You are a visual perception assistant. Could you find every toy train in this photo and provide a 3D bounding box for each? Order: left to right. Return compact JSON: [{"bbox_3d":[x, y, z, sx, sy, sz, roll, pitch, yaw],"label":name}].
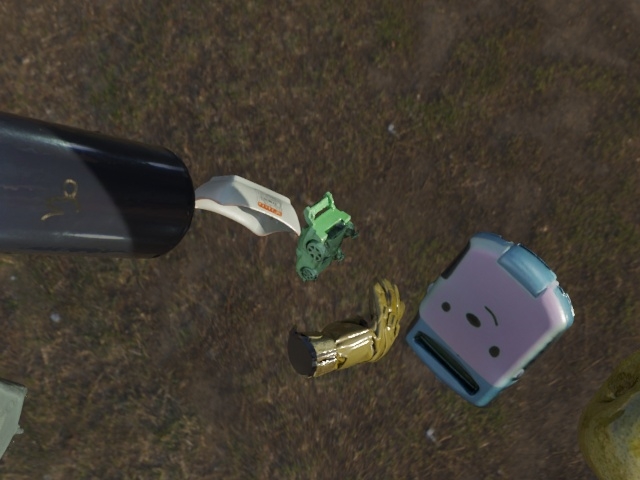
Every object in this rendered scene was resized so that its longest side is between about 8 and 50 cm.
[{"bbox_3d":[0.000,0.000,1.317,0.081,0.149,0.099,42,52,11],"label":"toy train"}]

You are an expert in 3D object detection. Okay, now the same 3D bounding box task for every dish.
[{"bbox_3d":[-0.151,-0.075,1.618,0.212,0.151,0.077,22,76,-38],"label":"dish"}]

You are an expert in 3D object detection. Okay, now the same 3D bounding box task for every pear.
[{"bbox_3d":[0.480,0.275,1.094,0.211,0.188,0.228,45,70,2],"label":"pear"}]

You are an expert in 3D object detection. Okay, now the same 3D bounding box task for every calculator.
[{"bbox_3d":[0.216,0.111,1.056,0.173,0.293,0.051,43,49,15],"label":"calculator"}]

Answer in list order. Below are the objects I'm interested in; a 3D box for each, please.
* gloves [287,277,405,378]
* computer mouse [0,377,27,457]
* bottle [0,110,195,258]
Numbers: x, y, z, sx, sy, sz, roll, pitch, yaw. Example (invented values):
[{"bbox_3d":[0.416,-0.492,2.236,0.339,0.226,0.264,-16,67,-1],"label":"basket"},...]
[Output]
[{"bbox_3d":[0.080,0.196,1.669,0.331,0.154,0.141,-21,54,-39],"label":"gloves"},{"bbox_3d":[-0.670,0.308,1.414,0.122,0.371,0.188,12,72,22],"label":"computer mouse"},{"bbox_3d":[-0.167,-0.030,0.388,0.082,0.244,0.072,4,89,29],"label":"bottle"}]
